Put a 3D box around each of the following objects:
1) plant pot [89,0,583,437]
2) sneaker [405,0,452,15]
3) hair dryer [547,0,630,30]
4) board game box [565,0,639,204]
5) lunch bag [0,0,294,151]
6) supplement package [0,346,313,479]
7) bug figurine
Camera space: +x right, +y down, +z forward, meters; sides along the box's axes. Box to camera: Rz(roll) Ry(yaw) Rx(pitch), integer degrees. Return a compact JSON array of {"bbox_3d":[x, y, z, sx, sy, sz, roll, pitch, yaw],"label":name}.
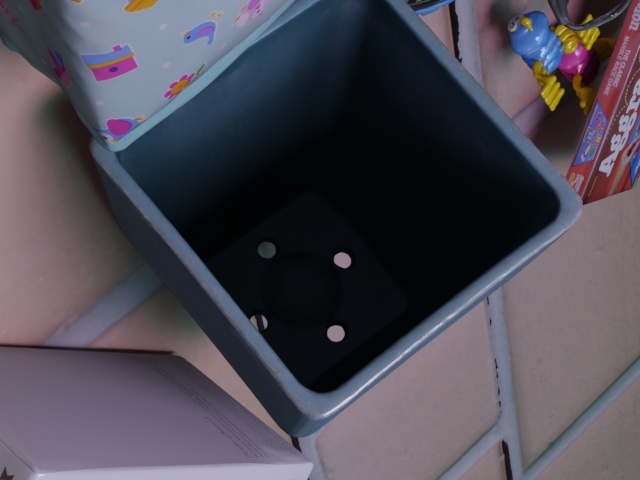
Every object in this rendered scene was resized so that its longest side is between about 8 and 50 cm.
[{"bbox_3d":[0.000,0.000,1.116,0.248,0.247,0.252,-36,167,-18],"label":"plant pot"},{"bbox_3d":[0.065,-0.218,1.185,0.188,0.067,0.078,-36,146,-23],"label":"sneaker"},{"bbox_3d":[0.180,-0.299,1.198,0.293,0.080,0.223,8,88,-39],"label":"hair dryer"},{"bbox_3d":[0.317,-0.172,1.448,0.145,0.027,0.281,-15,128,-53],"label":"board game box"},{"bbox_3d":[-0.078,-0.219,0.898,0.262,0.160,0.223,-39,159,-16],"label":"lunch bag"},{"bbox_3d":[-0.184,0.194,1.114,0.293,0.175,0.177,10,110,-53],"label":"supplement package"},{"bbox_3d":[0.264,-0.240,1.404,0.279,0.072,0.216,-58,152,-7],"label":"bug figurine"}]
